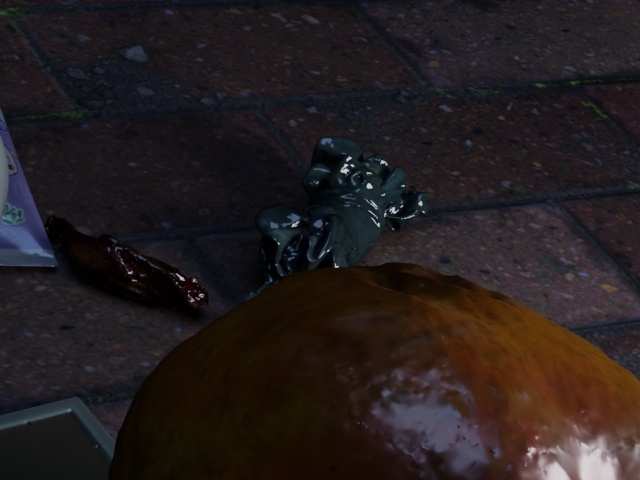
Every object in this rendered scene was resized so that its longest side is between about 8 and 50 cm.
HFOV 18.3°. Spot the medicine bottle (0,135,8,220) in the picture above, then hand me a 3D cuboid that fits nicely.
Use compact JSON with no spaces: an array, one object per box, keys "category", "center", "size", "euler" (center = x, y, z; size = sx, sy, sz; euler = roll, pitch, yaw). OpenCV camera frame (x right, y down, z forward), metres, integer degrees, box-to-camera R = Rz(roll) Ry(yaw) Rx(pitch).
[{"category":"medicine bottle","center":[-0.478,-0.102,1.975],"size":[0.256,0.256,0.325],"euler":[-7,29,-30]}]

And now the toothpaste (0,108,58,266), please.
[{"category":"toothpaste","center":[-0.383,-0.093,2.182],"size":[0.125,0.080,0.371],"euler":[3,42,-24]}]

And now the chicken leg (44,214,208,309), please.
[{"category":"chicken leg","center":[-0.209,0.024,2.085],"size":[0.205,0.053,0.093],"euler":[29,11,8]}]

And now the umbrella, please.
[{"category":"umbrella","center":[0.003,-0.001,2.167],"size":[0.143,0.094,0.349],"euler":[20,35,16]}]

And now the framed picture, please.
[{"category":"framed picture","center":[-0.289,0.243,1.748],"size":[0.296,0.019,0.232],"euler":[-11,41,-34]}]

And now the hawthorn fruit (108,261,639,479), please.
[{"category":"hawthorn fruit","center":[0.051,0.217,1.562],"size":[0.472,0.471,0.471],"euler":[11,33,-7]}]
